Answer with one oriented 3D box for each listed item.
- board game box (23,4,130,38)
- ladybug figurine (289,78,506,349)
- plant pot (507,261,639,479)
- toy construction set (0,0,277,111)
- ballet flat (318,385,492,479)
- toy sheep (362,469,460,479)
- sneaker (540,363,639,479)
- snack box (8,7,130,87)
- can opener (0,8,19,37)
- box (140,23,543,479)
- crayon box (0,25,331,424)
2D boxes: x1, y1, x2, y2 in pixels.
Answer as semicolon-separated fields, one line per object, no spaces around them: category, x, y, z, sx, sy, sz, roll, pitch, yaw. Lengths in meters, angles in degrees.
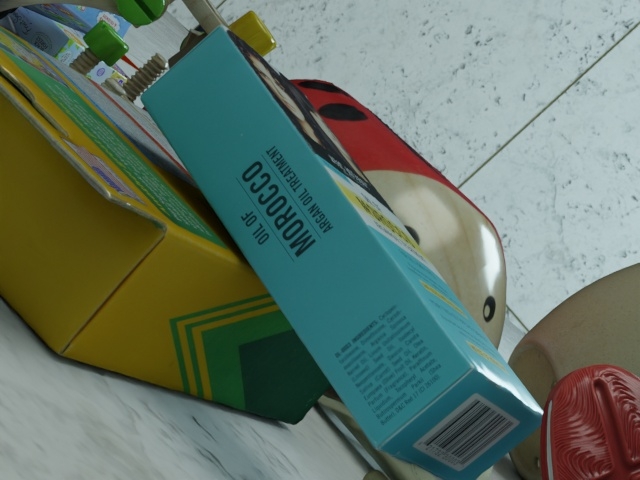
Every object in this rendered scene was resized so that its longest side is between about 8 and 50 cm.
board game box;-0.284;-0.246;1.501;0.211;0.039;0.160;24;-7;31
ladybug figurine;0.024;-0.018;1.470;0.305;0.162;0.449;37;6;-30
plant pot;0.274;0.149;1.544;0.190;0.284;0.284;1;21;-19
toy construction set;-0.112;-0.179;1.327;0.257;0.237;0.309;48;4;6
ballet flat;0.034;0.098;1.139;0.086;0.086;0.248;36;9;-43
toy sheep;0.057;0.150;0.769;0.132;0.091;0.091;53;11;31
sneaker;0.129;0.172;0.818;0.128;0.087;0.221;-21;-98;63
snack box;-0.248;-0.191;1.625;0.141;0.037;0.100;45;8;37
can opener;-0.296;-0.212;1.349;0.073;0.059;0.186;45;6;34
box;0.009;0.006;0.861;0.244;0.060;0.100;55;11;32
crayon box;-0.116;-0.016;0.904;0.203;0.083;0.323;44;6;25
